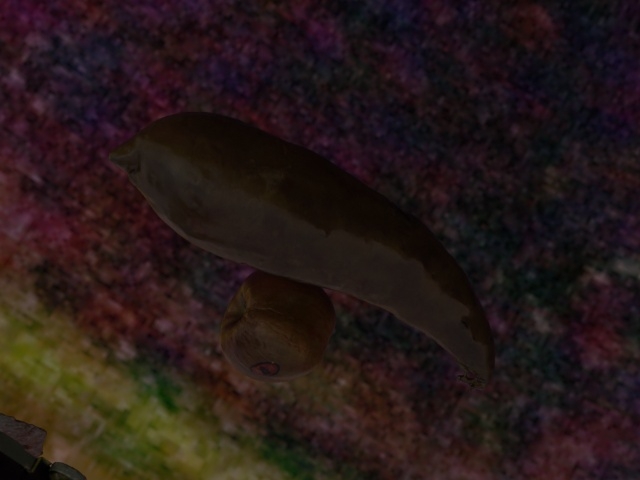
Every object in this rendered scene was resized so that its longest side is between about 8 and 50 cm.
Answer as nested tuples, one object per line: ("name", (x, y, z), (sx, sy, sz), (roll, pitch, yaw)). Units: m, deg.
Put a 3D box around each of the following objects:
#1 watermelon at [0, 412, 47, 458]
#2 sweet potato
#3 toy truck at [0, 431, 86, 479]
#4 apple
("watermelon", (-0.347, 0.217, 1.270), (0.180, 0.081, 0.094), (-35, 112, 24))
("sweet potato", (0.005, -0.003, 1.192), (0.422, 0.131, 0.130), (29, 165, -10))
("toy truck", (-0.302, 0.201, 1.088), (0.191, 0.085, 0.116), (39, 150, -23))
("apple", (-0.044, 0.089, 1.333), (0.102, 0.126, 0.126), (23, 167, -18))
